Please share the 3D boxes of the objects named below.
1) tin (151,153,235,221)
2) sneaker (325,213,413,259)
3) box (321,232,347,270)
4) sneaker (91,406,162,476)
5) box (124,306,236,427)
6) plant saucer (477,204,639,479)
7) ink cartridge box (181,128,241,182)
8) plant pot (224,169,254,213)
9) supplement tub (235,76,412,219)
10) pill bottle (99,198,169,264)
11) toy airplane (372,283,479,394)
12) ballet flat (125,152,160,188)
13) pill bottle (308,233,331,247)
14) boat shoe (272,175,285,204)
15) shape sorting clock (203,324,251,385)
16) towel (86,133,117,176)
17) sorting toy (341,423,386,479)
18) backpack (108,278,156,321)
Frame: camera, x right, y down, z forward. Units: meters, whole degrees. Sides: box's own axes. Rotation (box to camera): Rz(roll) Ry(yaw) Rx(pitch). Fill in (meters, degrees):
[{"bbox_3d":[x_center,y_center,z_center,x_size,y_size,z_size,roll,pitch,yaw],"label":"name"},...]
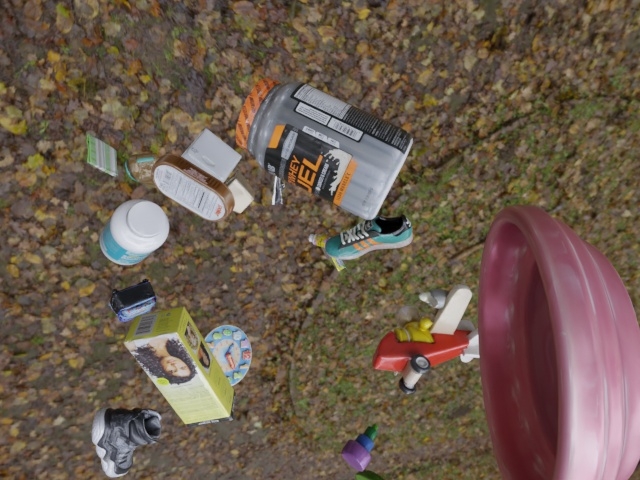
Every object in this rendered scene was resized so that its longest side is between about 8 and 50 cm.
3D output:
[{"bbox_3d":[-0.276,-0.110,0.925,0.189,0.040,0.106,31,140,-6],"label":"tin"},{"bbox_3d":[0.154,-0.025,1.432,0.302,0.108,0.121,-13,139,8],"label":"sneaker"},{"bbox_3d":[0.045,0.048,1.666,0.043,0.179,0.105,-30,115,-9],"label":"box"},{"bbox_3d":[-0.503,0.541,1.150,0.153,0.101,0.268,-4,127,-10],"label":"sneaker"},{"bbox_3d":[-0.218,0.213,0.696,0.087,0.058,0.232,-13,126,7],"label":"box"},{"bbox_3d":[0.247,0.125,0.472,0.084,0.332,0.332,-2,130,9],"label":"plant saucer"},{"bbox_3d":[-0.330,-0.206,1.231,0.128,0.176,0.127,37,65,-15],"label":"ink cartridge box"},{"bbox_3d":[-0.284,-0.158,1.461,0.109,0.109,0.096,-43,113,13],"label":"plant pot"},{"bbox_3d":[0.005,-0.189,0.857,0.316,0.193,0.193,26,116,4],"label":"supplement tub"},{"bbox_3d":[-0.507,-0.025,1.174,0.146,0.146,0.264,11,160,-32],"label":"pill bottle"},{"bbox_3d":[0.370,0.320,1.448,0.386,0.272,0.384,-41,141,6],"label":"toy airplane"},{"bbox_3d":[-0.494,-0.218,1.404,0.124,0.116,0.342,-19,171,5],"label":"ballet flat"},{"bbox_3d":[0.000,0.000,1.571,0.043,0.083,0.043,-42,140,-49],"label":"pill bottle"},{"bbox_3d":[-0.129,-0.164,1.327,0.038,0.046,0.125,2,125,-9],"label":"boat shoe"},{"bbox_3d":[-0.319,0.392,1.458,0.040,0.206,0.206,-12,147,40],"label":"shape sorting clock"},{"bbox_3d":[-0.797,-0.307,1.559,0.023,0.113,0.152,-10,169,8],"label":"towel"},{"bbox_3d":[0.182,0.598,1.069,0.126,0.127,0.365,-42,111,-33],"label":"sorting toy"},{"bbox_3d":[-0.730,0.242,1.655,0.158,0.117,0.173,-22,170,-41],"label":"backpack"}]
